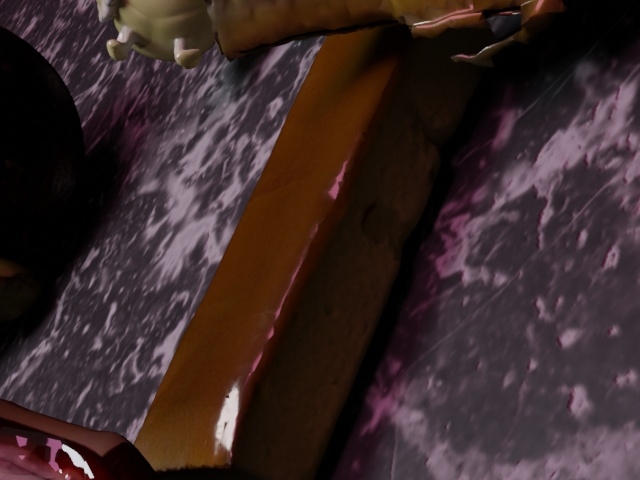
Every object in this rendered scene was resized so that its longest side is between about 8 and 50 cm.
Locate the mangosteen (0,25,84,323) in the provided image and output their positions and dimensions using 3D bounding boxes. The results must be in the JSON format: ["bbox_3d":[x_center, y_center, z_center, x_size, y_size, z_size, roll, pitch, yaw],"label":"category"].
[{"bbox_3d":[-0.372,-0.046,1.726,0.307,0.306,0.347,-15,74,58],"label":"mangosteen"}]

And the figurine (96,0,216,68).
[{"bbox_3d":[-0.096,-0.295,1.649,0.274,0.226,0.394,94,-171,-55],"label":"figurine"}]

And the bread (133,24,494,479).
[{"bbox_3d":[0.000,0.000,1.140,0.138,0.077,0.361,-20,40,56],"label":"bread"}]

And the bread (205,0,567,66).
[{"bbox_3d":[0.055,-0.208,1.014,0.279,0.248,0.315,-33,27,-7],"label":"bread"}]

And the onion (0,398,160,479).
[{"bbox_3d":[-0.229,0.246,0.954,0.341,0.341,0.341,-44,24,26],"label":"onion"}]
